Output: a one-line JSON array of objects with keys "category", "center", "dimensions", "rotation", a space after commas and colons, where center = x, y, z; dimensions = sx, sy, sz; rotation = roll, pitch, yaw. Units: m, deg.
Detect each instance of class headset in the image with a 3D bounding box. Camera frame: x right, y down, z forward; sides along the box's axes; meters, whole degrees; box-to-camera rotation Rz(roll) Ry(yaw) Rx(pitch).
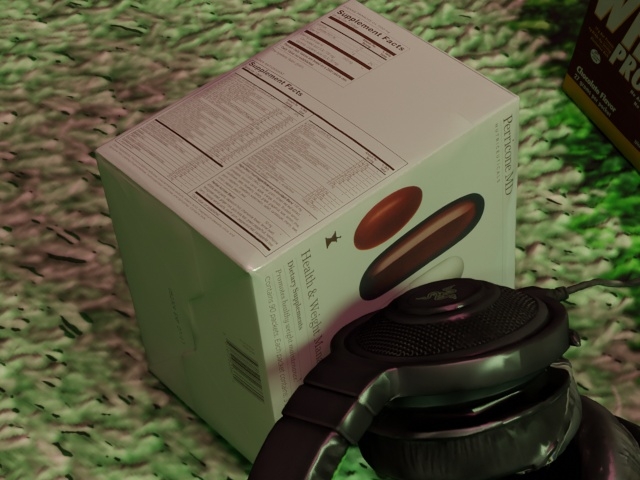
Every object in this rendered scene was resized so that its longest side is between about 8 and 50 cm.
[{"category": "headset", "center": [0.126, 0.114, 0.817], "dimensions": [0.185, 0.243, 0.394], "rotation": [8, 52, 53]}]

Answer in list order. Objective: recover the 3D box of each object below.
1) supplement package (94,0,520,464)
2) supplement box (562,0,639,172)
[{"category": "supplement package", "center": [0.000, 0.000, 0.916], "dimensions": [0.203, 0.194, 0.149], "rotation": [-34, 50, -25]}, {"category": "supplement box", "center": [0.304, -0.165, 1.077], "dimensions": [0.191, 0.194, 0.129], "rotation": [-26, 61, -22]}]
